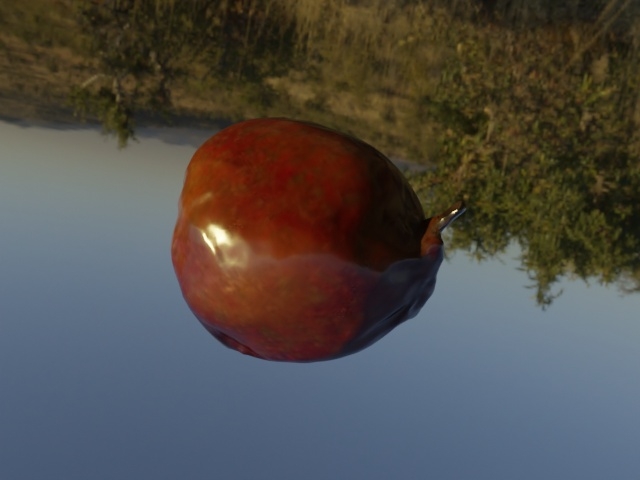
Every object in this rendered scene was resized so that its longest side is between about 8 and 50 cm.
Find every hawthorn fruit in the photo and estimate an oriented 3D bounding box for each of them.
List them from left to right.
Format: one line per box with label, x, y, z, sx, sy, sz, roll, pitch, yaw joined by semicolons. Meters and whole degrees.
hawthorn fruit;-0.019;0.002;0.889;0.324;0.308;0.308;19;-174;5
